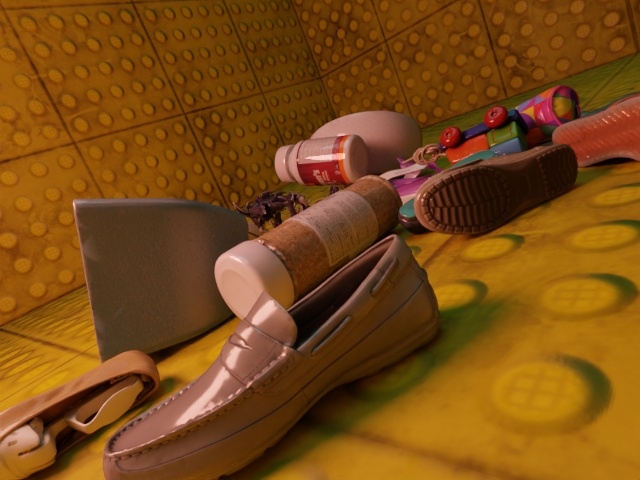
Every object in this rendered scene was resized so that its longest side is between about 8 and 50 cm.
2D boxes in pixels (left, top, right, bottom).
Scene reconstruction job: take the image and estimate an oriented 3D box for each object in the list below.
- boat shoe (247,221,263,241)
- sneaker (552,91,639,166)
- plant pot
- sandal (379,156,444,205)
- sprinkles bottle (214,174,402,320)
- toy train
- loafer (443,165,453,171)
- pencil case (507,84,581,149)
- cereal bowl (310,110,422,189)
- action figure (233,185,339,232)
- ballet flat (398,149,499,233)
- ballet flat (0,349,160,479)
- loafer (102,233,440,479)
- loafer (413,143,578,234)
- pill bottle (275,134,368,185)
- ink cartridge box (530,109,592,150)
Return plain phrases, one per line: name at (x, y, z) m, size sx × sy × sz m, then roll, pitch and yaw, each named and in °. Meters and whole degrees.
boat shoe at (-0.313, 0.022, 1.142) m, size 0.136 × 0.156 × 0.367 m, roll -18°, pitch -16°, yaw 42°
sneaker at (0.489, -0.177, 0.615) m, size 0.121 × 0.108 × 0.302 m, roll -28°, pitch 11°, yaw -2°
plant pot at (-0.257, 0.038, 0.739) m, size 0.253 × 0.246 × 0.248 m, roll -10°, pitch 7°, yaw -22°
sandal at (0.186, -0.145, 1.017) m, size 0.169 × 0.102 × 0.416 m, roll -31°, pitch 16°, yaw -31°
sprinkles bottle at (0.000, 0.000, 0.697) m, size 0.121 × 0.121 × 0.355 m, roll -9°, pitch 18°, yaw 47°
toy train at (0.272, -0.138, 0.811) m, size 0.248 × 0.105 × 0.143 m, roll -20°, pitch 55°, yaw 38°
loafer at (0.364, -0.198, 1.027) m, size 0.148 × 0.050 × 0.056 m, roll -28°, pitch 11°, yaw 11°
pencil case at (0.410, -0.227, 0.865) m, size 0.105 × 0.104 × 0.236 m, roll -28°, pitch 4°, yaw -23°
cereal bowl at (0.134, -0.231, 1.230) m, size 0.340 × 0.141 × 0.339 m, roll -4°, pitch -16°, yaw -1°
action figure at (-0.073, -0.062, 1.056) m, size 0.276 × 0.140 × 0.164 m, roll -9°, pitch 12°, yaw -13°
ballet flat at (0.224, -0.078, 0.728) m, size 0.203 × 0.074 × 0.074 m, roll -35°, pitch 14°, yaw -4°
ballet flat at (-0.292, 0.204, 0.471) m, size 0.073 × 0.080 × 0.232 m, roll 13°, pitch 37°, yaw 45°
loafer at (-0.038, 0.098, 0.374) m, size 0.320 × 0.111 × 0.112 m, roll -27°, pitch 13°, yaw -21°
loafer at (0.259, -0.077, 0.643) m, size 0.269 × 0.101 × 0.092 m, roll -16°, pitch 10°, yaw -11°
pill bottle at (0.001, -0.202, 1.076) m, size 0.221 × 0.121 × 0.121 m, roll 1°, pitch 24°, yaw 31°
ink cartridge box at (0.499, -0.236, 0.971) m, size 0.225 × 0.056 × 0.181 m, roll -16°, pitch 14°, yaw 23°
